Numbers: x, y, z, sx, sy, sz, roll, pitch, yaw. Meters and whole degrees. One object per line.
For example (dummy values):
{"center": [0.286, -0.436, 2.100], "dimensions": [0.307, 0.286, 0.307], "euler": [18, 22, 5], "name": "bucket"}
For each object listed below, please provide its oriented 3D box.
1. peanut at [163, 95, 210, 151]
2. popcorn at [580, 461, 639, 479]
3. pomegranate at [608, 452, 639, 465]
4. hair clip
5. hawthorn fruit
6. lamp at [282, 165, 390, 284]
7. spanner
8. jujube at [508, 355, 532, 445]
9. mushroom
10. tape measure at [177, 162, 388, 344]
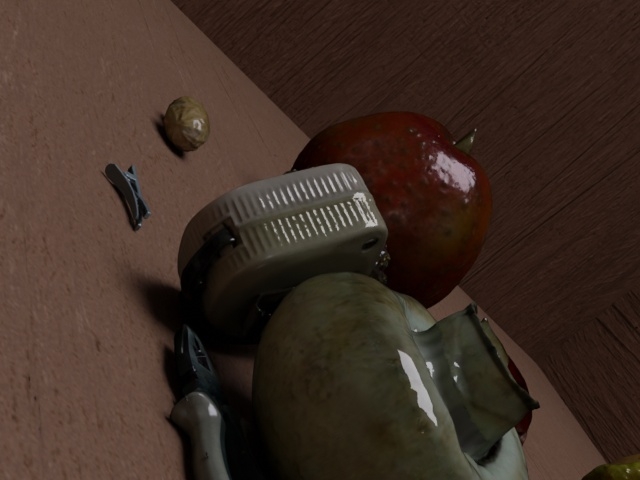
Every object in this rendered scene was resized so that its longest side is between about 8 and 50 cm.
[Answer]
{"center": [-0.226, -0.200, 1.740], "dimensions": [0.080, 0.080, 0.174], "euler": [45, 7, -21], "name": "peanut"}
{"center": [0.401, 0.424, 1.394], "dimensions": [0.321, 0.325, 0.290], "euler": [46, -10, 34], "name": "popcorn"}
{"center": [0.525, 0.495, 1.648], "dimensions": [0.322, 0.322, 0.322], "euler": [47, 10, -11], "name": "pomegranate"}
{"center": [-0.237, -0.056, 1.280], "dimensions": [0.039, 0.030, 0.115], "euler": [16, 26, -36], "name": "hair clip"}
{"center": [0.147, -0.077, 1.987], "dimensions": [0.403, 0.403, 0.403], "euler": [47, 10, -11], "name": "hawthorn fruit"}
{"center": [0.000, 0.000, 1.704], "dimensions": [0.177, 0.177, 0.274], "euler": [39, 14, -46], "name": "lamp"}
{"center": [-0.091, 0.189, 0.946], "dimensions": [0.095, 0.040, 0.325], "euler": [42, 13, -39], "name": "spanner"}
{"center": [0.193, 0.246, 1.540], "dimensions": [0.223, 0.223, 0.318], "euler": [53, 18, 20], "name": "jujube"}
{"center": [0.083, 0.182, 1.049], "dimensions": [0.352, 0.260, 0.352], "euler": [53, 13, -18], "name": "mushroom"}
{"center": [-0.058, 0.047, 1.191], "dimensions": [0.133, 0.231, 0.271], "euler": [65, -22, 22], "name": "tape measure"}
